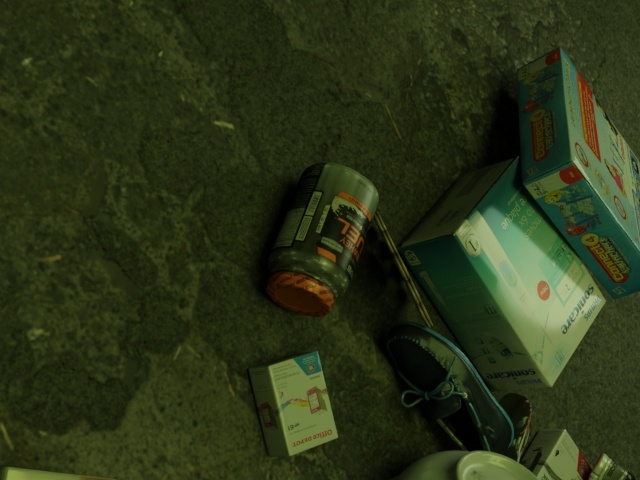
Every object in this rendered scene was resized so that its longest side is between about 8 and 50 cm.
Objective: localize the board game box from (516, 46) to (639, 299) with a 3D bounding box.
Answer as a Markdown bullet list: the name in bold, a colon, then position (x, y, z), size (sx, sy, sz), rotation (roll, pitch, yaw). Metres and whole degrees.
- **board game box**: position (0.441, -0.113, 1.721), size (0.302, 0.086, 0.308), rotation (46, 34, -30)

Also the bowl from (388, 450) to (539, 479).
- **bowl**: position (0.219, 0.378, 1.388), size (0.297, 0.134, 0.298), rotation (19, 28, -10)

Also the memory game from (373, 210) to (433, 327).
- **memory game**: position (0.116, 0.041, 1.484), size (0.012, 0.186, 0.186), rotation (-26, 99, 4)

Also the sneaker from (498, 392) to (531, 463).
- **sneaker**: position (0.285, 0.330, 1.602), size (0.178, 0.072, 0.077), rotation (-60, 152, -15)

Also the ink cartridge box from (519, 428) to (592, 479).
- **ink cartridge box**: position (0.365, 0.383, 1.660), size (0.099, 0.056, 0.135), rotation (54, 53, -17)

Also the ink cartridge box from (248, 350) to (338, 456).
- **ink cartridge box**: position (-0.035, 0.217, 1.380), size (0.088, 0.052, 0.123), rotation (-13, 90, -40)

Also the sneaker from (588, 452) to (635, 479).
- **sneaker**: position (0.461, 0.432, 1.679), size (0.063, 0.074, 0.171), rotation (-19, 125, -56)

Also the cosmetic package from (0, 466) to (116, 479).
- **cosmetic package**: position (-0.311, 0.386, 1.061), size (0.129, 0.153, 0.296), rotation (17, 72, -34)

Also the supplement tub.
- **supplement tub**: position (0.000, 0.000, 1.414), size (0.117, 0.117, 0.190), rotation (35, 61, -28)

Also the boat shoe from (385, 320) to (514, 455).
- **boat shoe**: position (0.188, 0.226, 1.502), size (0.258, 0.109, 0.089), rotation (44, 49, -9)

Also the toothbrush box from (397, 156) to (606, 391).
- **toothbrush box**: position (0.289, 0.056, 1.627), size (0.216, 0.126, 0.296), rotation (-45, 110, -37)
